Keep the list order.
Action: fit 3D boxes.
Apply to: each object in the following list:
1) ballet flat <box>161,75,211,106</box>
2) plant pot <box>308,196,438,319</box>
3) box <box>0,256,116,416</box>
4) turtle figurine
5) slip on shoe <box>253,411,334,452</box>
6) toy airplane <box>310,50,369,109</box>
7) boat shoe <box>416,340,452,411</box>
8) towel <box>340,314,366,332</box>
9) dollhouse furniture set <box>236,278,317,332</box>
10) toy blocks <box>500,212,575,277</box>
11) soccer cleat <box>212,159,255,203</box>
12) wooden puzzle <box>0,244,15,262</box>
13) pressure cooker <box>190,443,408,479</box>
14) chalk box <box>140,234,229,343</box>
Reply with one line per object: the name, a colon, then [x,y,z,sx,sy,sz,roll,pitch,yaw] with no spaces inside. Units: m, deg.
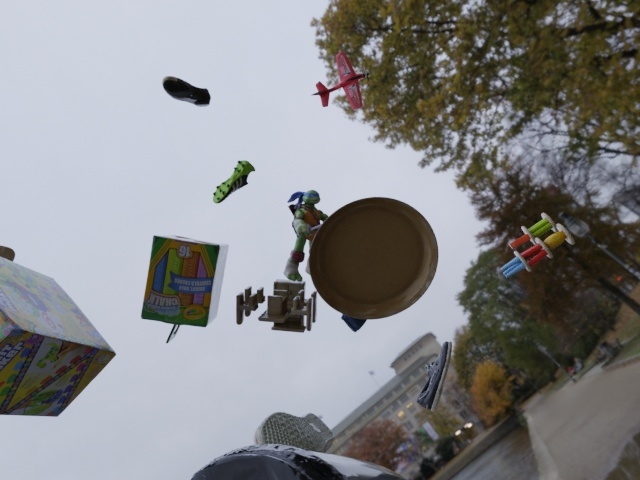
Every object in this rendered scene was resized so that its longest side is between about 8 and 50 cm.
ballet flat: [-0.336,-0.377,1.117,0.057,0.049,0.173,-15,-4,19]
plant pot: [0.096,0.033,0.818,0.236,0.032,0.236,-1,-73,-3]
box: [-0.628,0.178,0.890,0.177,0.290,0.279,-48,-24,-10]
turtle figurine: [0.000,0.000,1.328,0.198,0.275,0.266,-44,-31,-67]
slip on shoe: [-0.057,0.428,0.928,0.101,0.123,0.331,-48,-23,-5]
toy airplane: [0.050,-0.381,1.105,0.151,0.151,0.028,-44,-9,8]
boat shoe: [0.325,0.381,1.276,0.075,0.065,0.206,11,-86,-66]
towel: [0.112,0.189,1.225,0.119,0.067,0.029,-48,14,-23]
dollhouse furniture set: [-0.116,0.223,1.340,0.242,0.212,0.161,-39,-49,-78]
toy blocks: [0.447,0.014,0.963,0.148,0.123,0.054,-36,-73,14]
soccer cleat: [-0.284,-0.185,1.478,0.179,0.060,0.072,-48,-37,8]
wooden puzzle: [-0.940,0.094,1.124,0.239,0.221,0.044,17,-29,-19]
pressure cooker: [0.012,0.486,0.607,0.375,0.370,0.420,-59,-40,-10]
chalk box: [-0.375,0.139,1.245,0.180,0.179,0.289,-161,80,-86]
